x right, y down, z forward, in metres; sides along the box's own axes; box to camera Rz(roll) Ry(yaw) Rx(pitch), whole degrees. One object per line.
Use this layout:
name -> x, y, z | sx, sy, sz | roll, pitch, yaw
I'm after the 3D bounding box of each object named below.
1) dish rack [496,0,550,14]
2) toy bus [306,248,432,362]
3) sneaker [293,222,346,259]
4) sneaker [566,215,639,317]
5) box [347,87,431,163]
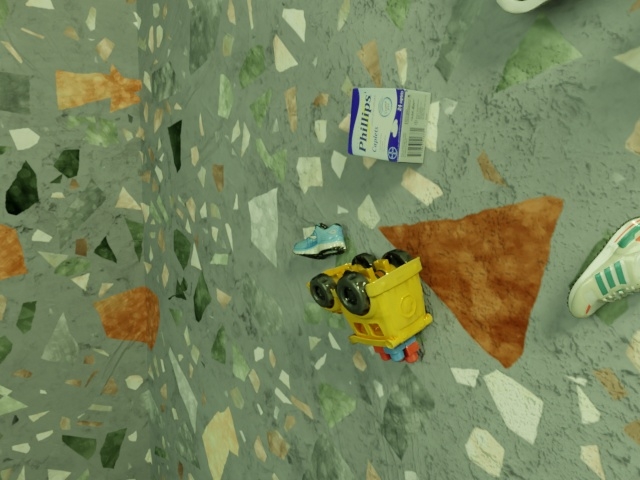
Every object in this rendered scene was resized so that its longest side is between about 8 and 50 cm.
dish rack -> 0.342, -0.472, 0.633 | 0.333, 0.072, 0.286 | -22, 79, 51
toy bus -> 0.102, 0.137, 0.999 | 0.220, 0.149, 0.211 | -6, 106, 54
sneaker -> 0.000, 0.000, 1.171 | 0.162, 0.063, 0.073 | -14, 67, 48
sneaker -> 0.386, 0.052, 0.668 | 0.075, 0.057, 0.161 | 52, 130, 41
box -> 0.122, -0.211, 0.955 | 0.137, 0.072, 0.126 | 20, 111, 50
